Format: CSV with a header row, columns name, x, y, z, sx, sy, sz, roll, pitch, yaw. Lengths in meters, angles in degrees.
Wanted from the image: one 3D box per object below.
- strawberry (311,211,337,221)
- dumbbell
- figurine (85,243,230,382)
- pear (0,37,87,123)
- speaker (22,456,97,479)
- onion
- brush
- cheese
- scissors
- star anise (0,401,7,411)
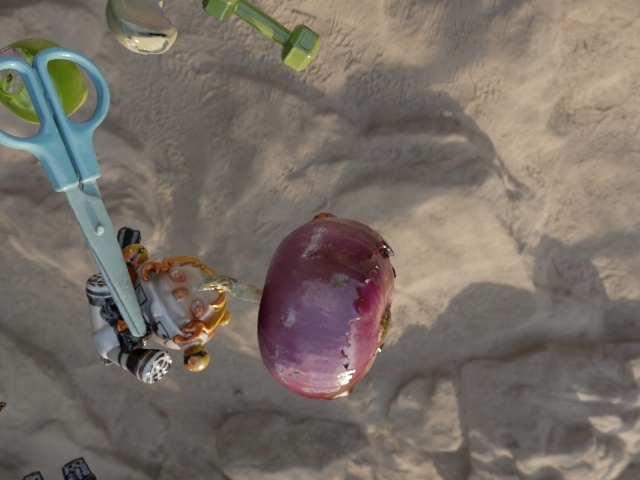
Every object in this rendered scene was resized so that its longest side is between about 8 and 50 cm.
name,x,y,z,sx,sy,sz,roll,pitch,yaw
strawberry,0.000,0.000,1.567,0.121,0.188,0.082,41,138,20
dumbbell,-0.144,-0.544,1.467,0.302,0.121,0.108,30,169,-18
figurine,-0.346,0.153,1.327,0.196,0.323,0.320,-36,81,42
pear,-0.621,-0.351,1.324,0.188,0.220,0.187,0,88,8
speaker,-0.394,0.468,0.816,0.232,0.184,0.254,-29,85,39
onion,-0.001,0.120,1.164,0.345,0.358,0.358,31,142,34
brush,-0.470,0.125,1.361,0.051,0.323,0.070,-8,159,35
cheese,-0.465,-0.596,1.484,0.163,0.286,0.082,-3,153,-33
scissors,-0.347,-0.054,0.876,0.029,0.193,0.447,-1,112,45
star anise,-0.801,0.389,1.245,0.099,0.214,0.220,-36,129,21
